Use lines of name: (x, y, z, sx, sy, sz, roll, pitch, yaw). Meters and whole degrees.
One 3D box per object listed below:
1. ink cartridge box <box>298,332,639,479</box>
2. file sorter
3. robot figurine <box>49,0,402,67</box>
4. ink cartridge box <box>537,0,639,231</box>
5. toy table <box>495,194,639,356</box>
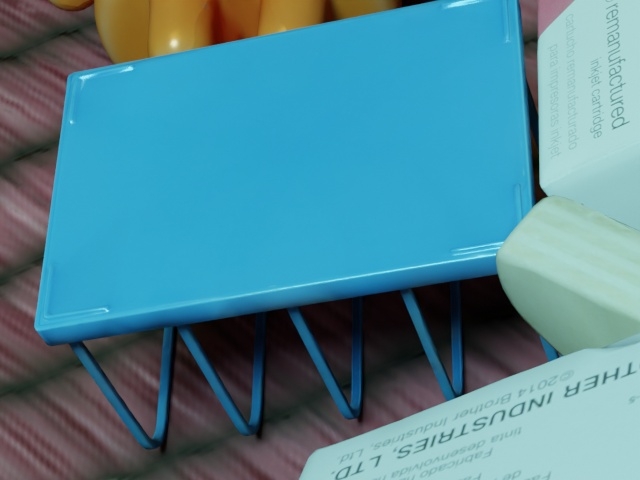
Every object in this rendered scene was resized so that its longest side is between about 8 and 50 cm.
ink cartridge box: (0.047, 0.113, 0.281, 0.186, 0.065, 0.311, -25, 18, 27)
file sorter: (0.000, 0.000, 0.665, 0.170, 0.104, 0.118, -9, 50, 13)
robot figurine: (-0.026, -0.136, 0.770, 0.158, 0.128, 0.219, -30, 43, 34)
ink cartridge box: (0.186, -0.085, 0.619, 0.218, 0.092, 0.158, -23, 40, 27)
toy table: (0.165, 0.091, 0.497, 0.252, 0.161, 0.274, 15, 59, 29)
